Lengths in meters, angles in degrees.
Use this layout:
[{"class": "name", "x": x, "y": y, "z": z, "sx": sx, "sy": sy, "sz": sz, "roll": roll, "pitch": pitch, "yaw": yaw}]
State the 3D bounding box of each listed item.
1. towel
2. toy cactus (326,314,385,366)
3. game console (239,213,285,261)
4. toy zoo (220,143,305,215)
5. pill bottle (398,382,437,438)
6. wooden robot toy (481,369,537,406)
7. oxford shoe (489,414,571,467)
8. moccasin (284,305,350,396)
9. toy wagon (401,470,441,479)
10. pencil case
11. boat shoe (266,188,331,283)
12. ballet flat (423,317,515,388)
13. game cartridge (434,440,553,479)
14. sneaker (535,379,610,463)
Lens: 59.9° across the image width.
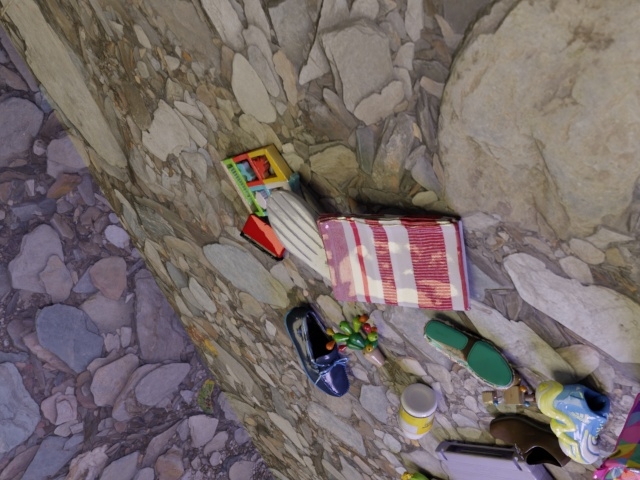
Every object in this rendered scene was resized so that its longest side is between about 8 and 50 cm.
[{"class": "towel", "x": 0.158, "y": 0.051, "z": 1.234, "sx": 0.329, "sy": 0.037, "sz": 0.237, "roll": 2, "pitch": 122, "yaw": 29}, {"class": "toy cactus", "x": 0.119, "y": 0.308, "z": 1.629, "sx": 0.180, "sy": 0.112, "sz": 0.219, "roll": 45, "pitch": 142, "yaw": -13}, {"class": "game console", "x": -0.160, "y": -0.009, "z": 1.670, "sx": 0.144, "sy": 0.085, "sz": 0.124, "roll": 36, "pitch": -175, "yaw": 6}, {"class": "toy zoo", "x": -0.147, "y": -0.157, "z": 1.505, "sx": 0.293, "sy": 0.030, "sz": 0.192, "roll": -3, "pitch": 122, "yaw": 53}, {"class": "pill bottle", "x": 0.281, "y": 0.505, "z": 1.621, "sx": 0.103, "sy": 0.103, "sz": 0.184, "roll": 30, "pitch": 145, "yaw": 28}, {"class": "wooden robot toy", "x": 0.451, "y": 0.339, "z": 1.288, "sx": 0.173, "sy": 0.076, "sz": 0.079, "roll": -25, "pitch": 68, "yaw": 58}, {"class": "oxford shoe", "x": 0.495, "y": 0.486, "z": 1.341, "sx": 0.227, "sy": 0.096, "sz": 0.083, "roll": -6, "pitch": 121, "yaw": 56}, {"class": "moccasin", "x": -0.002, "y": 0.371, "z": 1.801, "sx": 0.117, "sy": 0.138, "sz": 0.342, "roll": -16, "pitch": 112, "yaw": 52}, {"class": "toy wagon", "x": 0.432, "y": 0.909, "z": 1.908, "sx": 0.344, "sy": 0.068, "sz": 0.267, "roll": 42, "pitch": 148, "yaw": 14}, {"class": "pencil case", "x": 0.569, "y": 0.353, "z": 0.965, "sx": 0.104, "sy": 0.236, "sz": 0.104, "roll": 28, "pitch": 134, "yaw": 33}, {"class": "boat shoe", "x": 0.000, "y": 0.000, "z": 1.403, "sx": 0.335, "sy": 0.119, "sz": 0.121, "roll": 48, "pitch": 119, "yaw": -2}, {"class": "ballet flat", "x": 0.351, "y": 0.262, "z": 1.310, "sx": 0.241, "sy": 0.091, "sz": 0.077, "roll": 36, "pitch": 177, "yaw": 28}, {"class": "game cartridge", "x": 0.510, "y": 0.673, "z": 1.563, "sx": 0.230, "sy": 0.068, "sz": 0.355, "roll": 50, "pitch": 149, "yaw": -8}, {"class": "sneaker", "x": 0.556, "y": 0.386, "z": 1.161, "sx": 0.126, "sy": 0.091, "sz": 0.240, "roll": -20, "pitch": 119, "yaw": 45}]
